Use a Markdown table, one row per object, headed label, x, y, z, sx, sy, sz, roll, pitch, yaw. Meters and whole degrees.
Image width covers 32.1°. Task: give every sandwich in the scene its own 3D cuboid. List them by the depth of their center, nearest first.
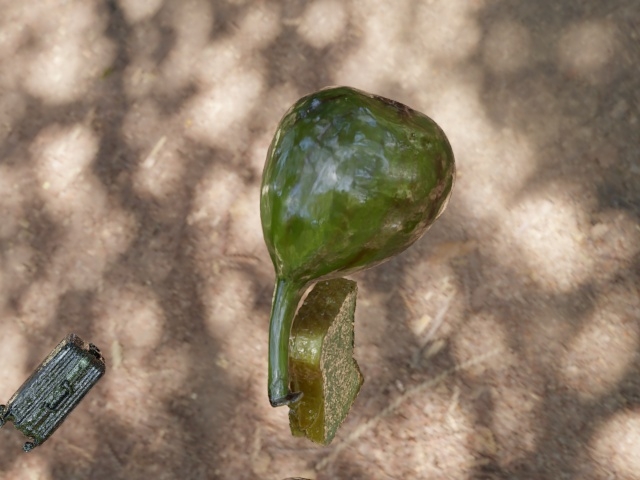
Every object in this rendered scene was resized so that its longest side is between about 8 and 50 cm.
| label | x | y | z | sx | sy | sz | roll | pitch | yaw |
| --- | --- | --- | --- | --- | --- | --- | --- | --- | --- |
| sandwich | 0.006 | 0.183 | 1.682 | 0.065 | 0.215 | 0.186 | 8 | 32 | 19 |

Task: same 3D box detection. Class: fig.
| label | x | y | z | sx | sy | sz | roll | pitch | yaw |
| --- | --- | --- | --- | --- | --- | --- | --- | --- | --- |
| fig | 0.000 | 0.000 | 0.908 | 0.151 | 0.151 | 0.259 | 40 | 107 | 42 |

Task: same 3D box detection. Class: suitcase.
| label | x | y | z | sx | sy | sz | roll | pitch | yaw |
| --- | --- | --- | --- | --- | --- | --- | --- | --- | --- |
| suitcase | -0.287 | 0.160 | 1.194 | 0.126 | 0.059 | 0.086 | -49 | 12 | -6 |

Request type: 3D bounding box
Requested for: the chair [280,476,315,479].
| label | x | y | z | sx | sy | sz | roll | pitch | yaw |
| --- | --- | --- | --- | --- | --- | --- | --- | --- | --- |
| chair | -0.026 | 0.457 | 0.977 | 0.410 | 0.364 | 0.362 | -53 | 6 | -25 |
